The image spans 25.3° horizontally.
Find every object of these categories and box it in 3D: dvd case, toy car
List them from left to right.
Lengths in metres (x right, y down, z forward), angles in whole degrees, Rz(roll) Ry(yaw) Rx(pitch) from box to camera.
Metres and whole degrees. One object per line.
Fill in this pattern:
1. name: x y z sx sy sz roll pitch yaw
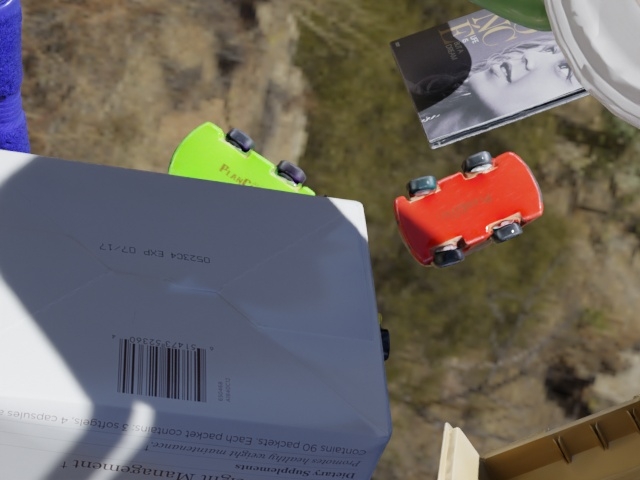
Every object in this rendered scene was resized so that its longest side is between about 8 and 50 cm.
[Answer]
1. toy car: 0.000 0.000 0.957 0.239 0.225 0.053 -55 174 -11
2. dvd case: 0.192 -0.183 1.419 0.164 0.221 0.018 -106 177 -45

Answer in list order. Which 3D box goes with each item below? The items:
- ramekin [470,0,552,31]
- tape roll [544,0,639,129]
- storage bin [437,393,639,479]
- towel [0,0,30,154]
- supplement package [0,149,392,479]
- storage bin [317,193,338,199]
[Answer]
1. ramekin: 0.130 -0.334 1.288 0.148 0.303 0.303 -56 154 2
2. tape roll: 0.292 -0.200 0.952 0.100 0.286 0.286 3 100 -48
3. storage bin: 0.249 0.222 1.290 0.123 0.262 0.260 59 19 -18
4. towel: -0.375 -0.147 1.325 0.076 0.228 0.308 -48 159 -36
5. supplement package: -0.092 0.088 0.670 0.149 0.194 0.203 -95 -162 -46
6. storage bin: -0.056 -0.013 1.269 0.098 0.091 0.135 -62 -171 -9
